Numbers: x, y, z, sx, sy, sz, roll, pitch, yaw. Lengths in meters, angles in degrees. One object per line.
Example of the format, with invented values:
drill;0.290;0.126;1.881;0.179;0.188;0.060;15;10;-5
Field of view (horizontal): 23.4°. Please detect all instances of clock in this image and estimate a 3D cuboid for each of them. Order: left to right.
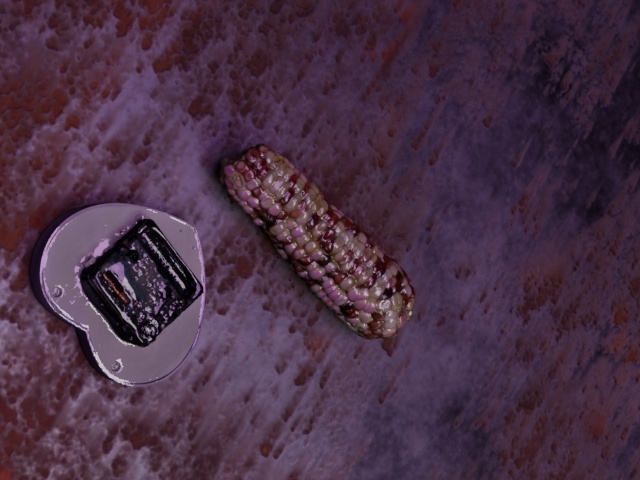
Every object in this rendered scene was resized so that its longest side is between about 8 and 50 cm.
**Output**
clock;-0.185;0.043;1.568;0.172;0.064;0.198;-43;113;-21

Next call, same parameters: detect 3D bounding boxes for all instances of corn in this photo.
corn;0.000;0.000;1.666;0.280;0.092;0.092;47;69;-21
